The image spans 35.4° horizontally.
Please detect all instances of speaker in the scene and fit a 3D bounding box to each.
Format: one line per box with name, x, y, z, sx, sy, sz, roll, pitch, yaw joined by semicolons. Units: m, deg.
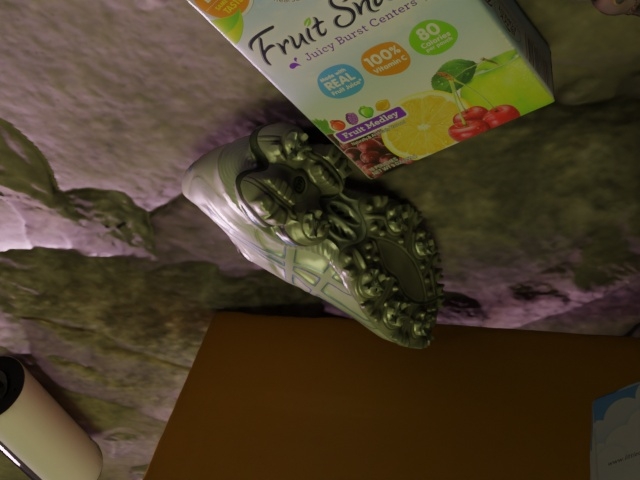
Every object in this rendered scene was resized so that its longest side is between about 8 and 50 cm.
speaker;-0.216;0.143;0.754;0.055;0.055;0.136;-5;142;14

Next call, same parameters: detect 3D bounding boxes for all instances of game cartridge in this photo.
game cartridge;0.051;0.165;0.522;0.323;0.285;0.053;2;136;20

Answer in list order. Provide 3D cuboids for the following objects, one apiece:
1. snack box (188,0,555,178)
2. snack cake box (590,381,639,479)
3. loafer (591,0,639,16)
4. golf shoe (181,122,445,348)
snack box;0.022;-0.093;0.427;0.100;0.037;0.141;-22;134;30
snack cake box;0.241;0.146;0.382;0.152;0.089;0.264;-30;115;34
loafer;0.099;-0.160;0.290;0.084;0.096;0.267;-5;144;24
golf shoe;0.000;0.000;0.547;0.086;0.069;0.176;-3;144;45
